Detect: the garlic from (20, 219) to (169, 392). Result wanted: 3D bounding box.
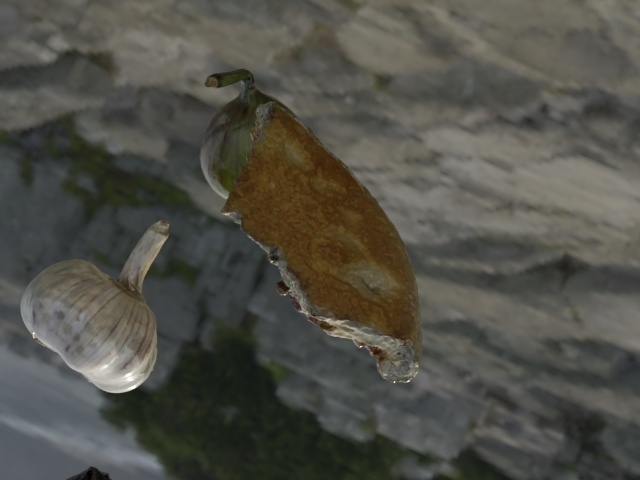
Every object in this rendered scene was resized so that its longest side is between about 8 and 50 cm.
[{"bbox_3d":[-0.264,0.066,2.037,0.199,0.226,0.199,35,176,3],"label":"garlic"}]

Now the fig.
[{"bbox_3d":[-0.090,-0.137,2.045,0.148,0.186,0.142,-10,-164,-22],"label":"fig"}]

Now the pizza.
[{"bbox_3d":[0.000,0.000,1.735,0.365,0.182,0.074,55,143,17],"label":"pizza"}]

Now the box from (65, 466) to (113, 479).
[{"bbox_3d":[-0.256,0.399,1.237,0.264,0.415,0.116,-28,126,22],"label":"box"}]
